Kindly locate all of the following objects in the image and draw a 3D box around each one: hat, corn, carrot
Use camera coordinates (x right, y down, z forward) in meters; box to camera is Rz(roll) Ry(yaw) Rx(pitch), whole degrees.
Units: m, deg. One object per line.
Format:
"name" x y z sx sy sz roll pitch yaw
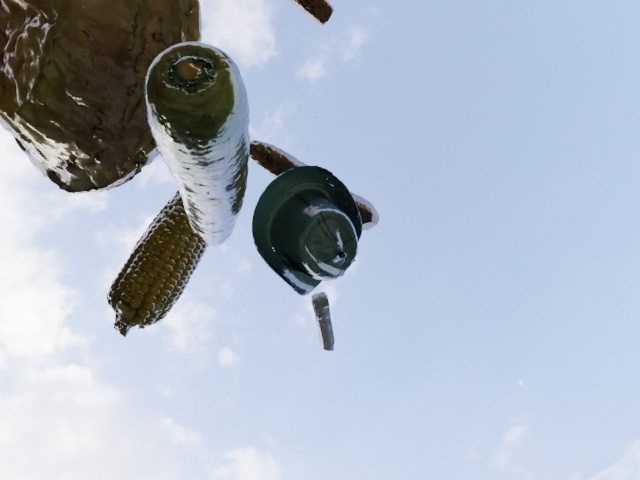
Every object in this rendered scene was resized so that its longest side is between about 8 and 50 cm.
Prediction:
"hat" 0.000 0.000 0.641 0.138 0.078 0.191 -48 -44 -13
"corn" -0.272 0.024 0.928 0.119 0.119 0.322 34 -106 -17
"carrot" -0.046 -0.411 0.830 0.161 0.055 0.055 35 -82 -20
"carrot" -0.010 -0.094 0.918 0.314 0.066 0.066 28 -79 -39
"carrot" -0.106 -0.053 0.494 0.074 0.358 0.074 3 -108 -8

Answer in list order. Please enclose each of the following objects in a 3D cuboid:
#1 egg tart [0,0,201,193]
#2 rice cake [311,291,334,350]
"egg tart" -0.282 -0.225 0.568 0.352 0.150 0.352 0 -90 32
"rice cake" 0.007 0.167 1.039 0.033 0.033 0.207 -12 -38 -3
